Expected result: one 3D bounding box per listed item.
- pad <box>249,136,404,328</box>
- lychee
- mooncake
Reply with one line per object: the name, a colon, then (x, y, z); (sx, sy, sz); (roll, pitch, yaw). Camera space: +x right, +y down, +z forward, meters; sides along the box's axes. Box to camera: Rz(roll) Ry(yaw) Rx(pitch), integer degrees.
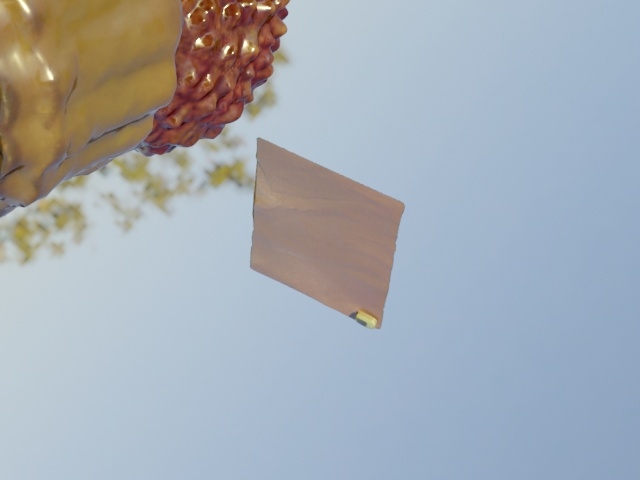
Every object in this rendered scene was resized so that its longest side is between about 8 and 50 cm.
pad: (0.000, 0.000, 1.329); (0.006, 0.113, 0.188); (-59, 168, -28)
lychee: (-0.187, -0.227, 1.806); (0.330, 0.306, 0.306); (-63, -168, 2)
mooncake: (-0.269, -0.175, 1.392); (0.187, 0.324, 0.324); (-35, 180, -40)
